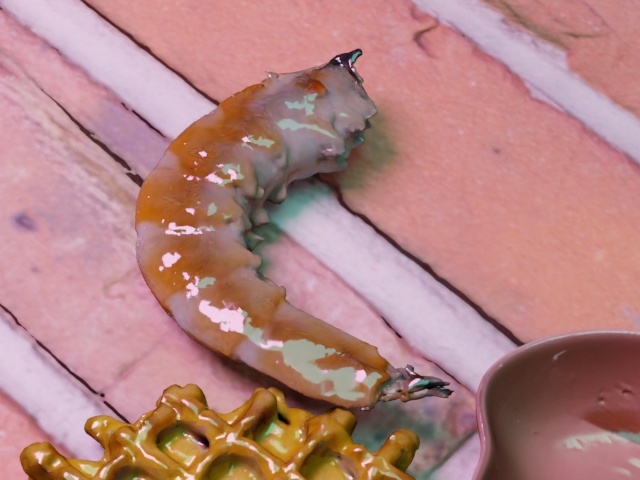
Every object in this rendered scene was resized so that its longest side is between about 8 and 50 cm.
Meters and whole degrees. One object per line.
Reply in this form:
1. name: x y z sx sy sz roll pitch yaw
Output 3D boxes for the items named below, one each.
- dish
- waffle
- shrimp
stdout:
1. dish: 0.184 0.163 0.926 0.213 0.090 0.213 1 56 -2
2. waffle: -0.050 0.198 0.893 0.293 0.069 0.259 2 57 -6
3. shrimp: -0.033 -0.005 1.014 0.185 0.068 0.287 -12 51 -3
